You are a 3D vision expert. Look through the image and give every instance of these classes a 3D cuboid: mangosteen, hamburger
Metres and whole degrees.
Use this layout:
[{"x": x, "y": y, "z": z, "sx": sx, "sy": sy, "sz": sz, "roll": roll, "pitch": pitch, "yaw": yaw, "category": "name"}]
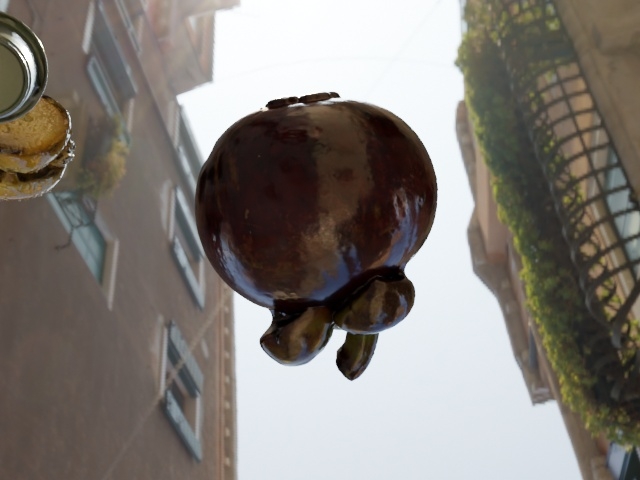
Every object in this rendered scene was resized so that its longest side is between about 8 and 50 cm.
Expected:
[{"x": 0.000, "y": 0.000, "z": 0.738, "sx": 0.215, "sy": 0.258, "sz": 0.215, "roll": -8, "pitch": -176, "yaw": 0, "category": "mangosteen"}, {"x": -0.430, "y": -0.136, "z": 1.140, "sx": 0.182, "sy": 0.118, "sz": 0.191, "roll": 37, "pitch": -143, "yaw": 10, "category": "hamburger"}]

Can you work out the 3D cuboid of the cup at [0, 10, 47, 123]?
[{"x": -0.330, "y": -0.167, "z": 0.832, "sx": 0.120, "sy": 0.120, "sz": 0.141, "roll": -29, "pitch": -154, "yaw": -13, "category": "cup"}]
